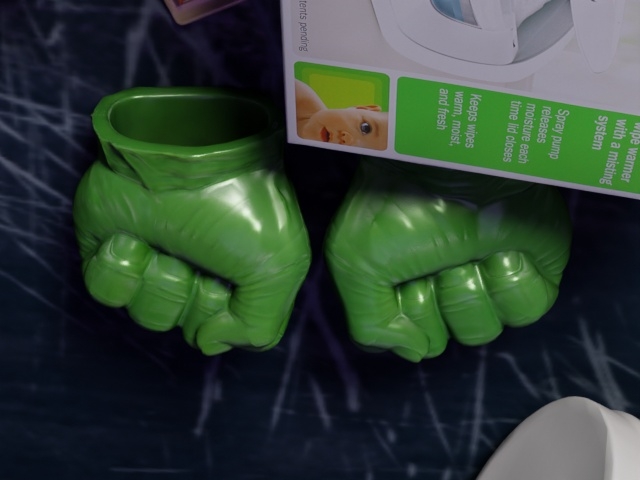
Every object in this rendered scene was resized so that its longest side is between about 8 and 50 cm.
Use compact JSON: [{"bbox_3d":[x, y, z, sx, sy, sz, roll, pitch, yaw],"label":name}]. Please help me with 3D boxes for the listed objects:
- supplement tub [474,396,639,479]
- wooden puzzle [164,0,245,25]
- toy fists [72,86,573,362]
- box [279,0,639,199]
[{"bbox_3d":[0.253,0.256,0.860,0.331,0.241,0.241,28,121,-13],"label":"supplement tub"},{"bbox_3d":[-0.061,-0.154,0.737,0.116,0.014,0.078,-25,119,19],"label":"wooden puzzle"},{"bbox_3d":[0.000,0.000,0.790,0.279,0.096,0.142,1,125,0],"label":"toy fists"},{"bbox_3d":[0.105,-0.151,0.603,0.231,0.127,0.262,11,145,8],"label":"box"}]
